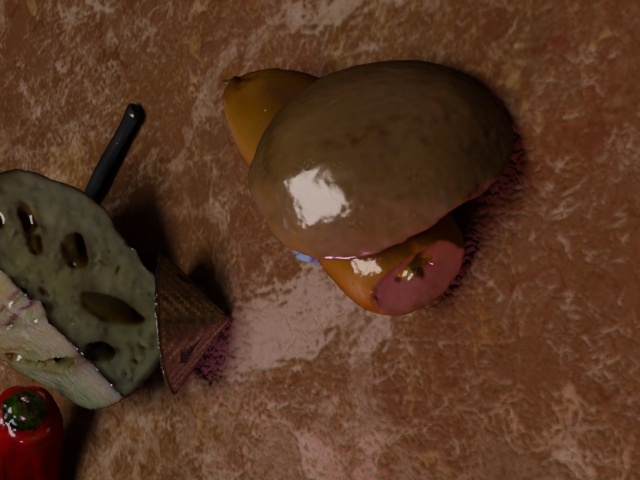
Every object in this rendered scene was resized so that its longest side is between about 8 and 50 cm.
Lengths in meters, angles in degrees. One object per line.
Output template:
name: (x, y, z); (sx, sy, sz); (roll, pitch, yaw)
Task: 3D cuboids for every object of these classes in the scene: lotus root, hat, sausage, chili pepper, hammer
lotus root: (-0.298, 0.063, 1.443); (0.267, 0.149, 0.260); (48, 153, -4)
hat: (-0.124, 0.082, 1.314); (0.146, 0.067, 0.146); (-6, -90, -88)
sausage: (0.001, -0.068, 1.113); (0.328, 0.112, 0.112); (52, 128, 37)
chili pepper: (-0.341, 0.298, 1.548); (0.137, 0.092, 0.368); (45, 143, 51)
hammer: (-0.266, -0.068, 1.514); (0.246, 0.029, 0.103); (-57, 50, 33)

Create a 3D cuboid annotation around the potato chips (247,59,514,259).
potato chips: (0.042, -0.078, 1.004); (0.208, 0.062, 0.195); (7, 58, 23)

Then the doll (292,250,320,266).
doll: (-0.001, 0.001, 1.170); (0.114, 0.039, 0.057); (3, 126, 41)
